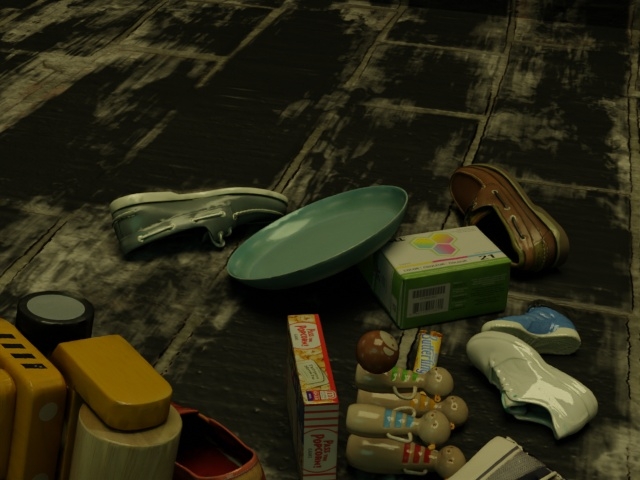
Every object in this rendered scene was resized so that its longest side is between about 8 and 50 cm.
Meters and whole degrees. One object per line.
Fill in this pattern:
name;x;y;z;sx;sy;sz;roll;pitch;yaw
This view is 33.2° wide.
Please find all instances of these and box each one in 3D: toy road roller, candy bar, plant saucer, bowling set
toy road roller;-0.338;0.215;1.240;0.240;0.203;0.329;-8;29;-42
candy bar;0.153;0.180;1.569;0.040;0.018;0.161;7;30;9
plant saucer;0.000;0.000;1.751;0.317;0.044;0.317;-21;17;7
bowling set;0.112;0.216;1.328;0.154;0.200;0.287;7;33;6

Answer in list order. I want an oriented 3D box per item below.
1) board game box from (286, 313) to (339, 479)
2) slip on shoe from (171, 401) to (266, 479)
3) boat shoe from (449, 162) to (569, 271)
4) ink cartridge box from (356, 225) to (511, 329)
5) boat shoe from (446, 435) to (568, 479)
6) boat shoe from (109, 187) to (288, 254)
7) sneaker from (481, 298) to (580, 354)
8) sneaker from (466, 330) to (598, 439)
board game box;-0.014;0.207;1.376;0.045;0.147;0.193;-2;30;-8
slip on shoe;-0.184;0.246;1.343;0.123;0.101;0.331;-25;37;-37
boat shoe;0.305;-0.049;1.896;0.104;0.111;0.307;-12;32;-25
ink cartridge box;0.168;0.027;1.765;0.188;0.097;0.255;-9;31;-18
boat shoe;0.182;0.343;1.166;0.158;0.127;0.340;28;38;28
boat shoe;-0.204;-0.028;1.875;0.319;0.116;0.099;-3;72;-23
sneaker;0.312;0.127;1.629;0.152;0.058;0.085;4;34;-6
sneaker;0.272;0.201;1.489;0.094;0.080;0.212;-34;45;-30
